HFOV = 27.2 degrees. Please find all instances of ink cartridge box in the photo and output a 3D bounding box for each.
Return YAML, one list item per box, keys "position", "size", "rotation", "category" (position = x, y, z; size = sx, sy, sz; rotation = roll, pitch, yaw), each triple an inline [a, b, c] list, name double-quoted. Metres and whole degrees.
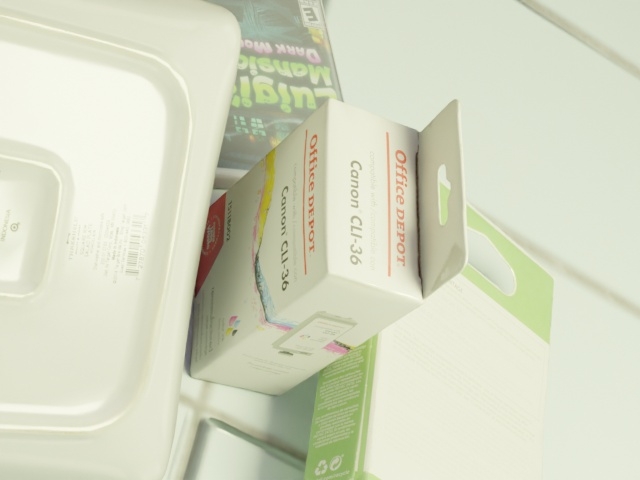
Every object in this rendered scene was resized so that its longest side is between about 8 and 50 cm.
- position: [0.077, 0.088, 0.838]
  size: [0.171, 0.056, 0.235]
  rotation: [37, 46, -34]
  category: "ink cartridge box"
- position: [0.000, 0.000, 0.760]
  size: [0.067, 0.198, 0.115]
  rotation: [17, 56, -28]
  category: "ink cartridge box"

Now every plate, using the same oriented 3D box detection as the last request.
- position: [-0.171, -0.010, 0.657]
  size: [0.278, 0.045, 0.277]
  rotation: [10, 90, -33]
  category: "plate"

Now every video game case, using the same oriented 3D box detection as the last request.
- position: [-0.067, -0.114, 0.896]
  size: [0.190, 0.022, 0.173]
  rotation: [4, 63, -35]
  category: "video game case"
